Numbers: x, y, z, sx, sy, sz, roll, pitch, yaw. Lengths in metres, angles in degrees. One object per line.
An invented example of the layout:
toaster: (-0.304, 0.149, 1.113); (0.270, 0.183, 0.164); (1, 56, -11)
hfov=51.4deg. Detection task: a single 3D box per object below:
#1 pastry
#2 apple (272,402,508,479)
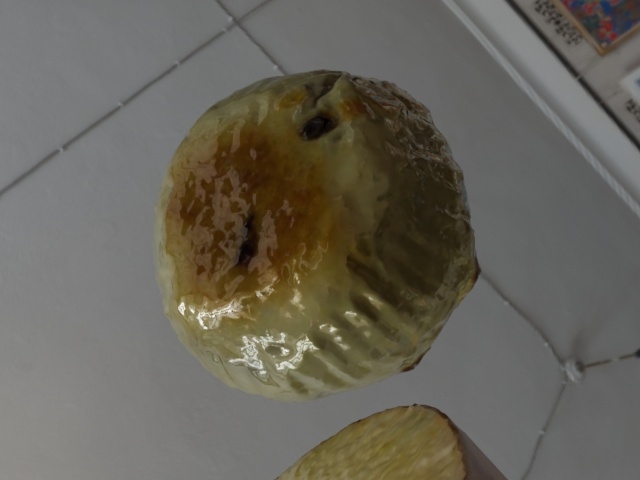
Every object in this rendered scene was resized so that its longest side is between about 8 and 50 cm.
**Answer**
pastry: (0.000, 0.000, 0.789); (0.312, 0.388, 0.389); (33, -132, -58)
apple: (0.021, 0.254, 0.378); (0.252, 0.309, 0.314); (-2, -92, 3)
